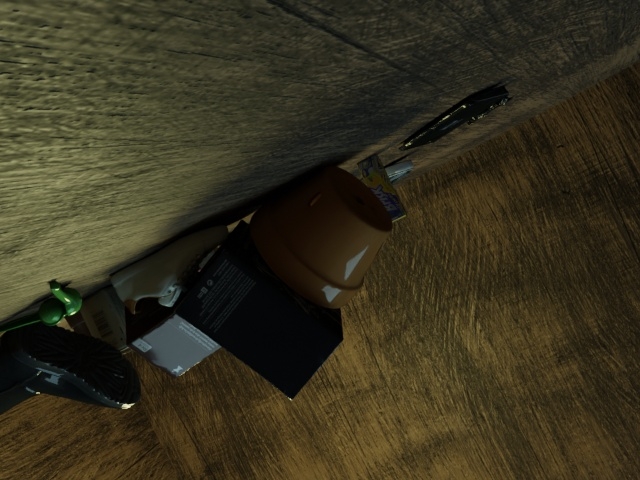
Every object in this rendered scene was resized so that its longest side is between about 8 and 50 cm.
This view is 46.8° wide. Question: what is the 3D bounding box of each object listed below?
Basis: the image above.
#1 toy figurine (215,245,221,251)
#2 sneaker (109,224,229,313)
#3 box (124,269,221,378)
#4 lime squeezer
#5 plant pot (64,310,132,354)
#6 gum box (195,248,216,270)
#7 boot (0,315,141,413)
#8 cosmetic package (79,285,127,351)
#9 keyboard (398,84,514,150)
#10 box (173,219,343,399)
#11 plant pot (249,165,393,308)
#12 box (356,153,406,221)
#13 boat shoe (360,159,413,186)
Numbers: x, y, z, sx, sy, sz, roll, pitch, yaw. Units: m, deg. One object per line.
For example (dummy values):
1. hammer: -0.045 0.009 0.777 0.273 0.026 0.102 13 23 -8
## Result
1. toy figurine: -0.190 0.084 2.175 0.363 0.217 0.191 -28 178 20
2. sneaker: -0.310 0.068 1.622 0.290 0.123 0.106 -28 176 12
3. box: -0.346 0.177 1.754 0.167 0.168 0.203 -35 -140 10
4. lime squeezer: -0.538 0.139 1.455 0.310 0.058 0.110 -27 178 42
5. plant pot: -0.575 0.239 1.973 0.167 0.165 0.167 -26 177 -1
6. gum box: -0.338 0.063 1.920 0.107 0.062 0.188 -27 178 11
7. boot: -0.710 0.367 1.767 0.445 0.367 0.146 -31 -140 23
8. cosmetic package: -0.457 0.173 1.928 0.113 0.160 0.309 -26 177 30
9. keyboard: 0.335 -0.297 1.775 0.202 0.033 0.317 -18 175 -28
10. box: -0.124 0.140 1.664 0.179 0.312 0.343 -50 -172 9
11. plant pot: 0.019 -0.026 1.624 0.203 0.291 0.291 -46 170 23
12. box: 0.152 -0.125 1.836 0.059 0.168 0.054 -26 178 8
13. boat shoe: 0.164 -0.148 2.309 0.306 0.104 0.113 -27 178 17
